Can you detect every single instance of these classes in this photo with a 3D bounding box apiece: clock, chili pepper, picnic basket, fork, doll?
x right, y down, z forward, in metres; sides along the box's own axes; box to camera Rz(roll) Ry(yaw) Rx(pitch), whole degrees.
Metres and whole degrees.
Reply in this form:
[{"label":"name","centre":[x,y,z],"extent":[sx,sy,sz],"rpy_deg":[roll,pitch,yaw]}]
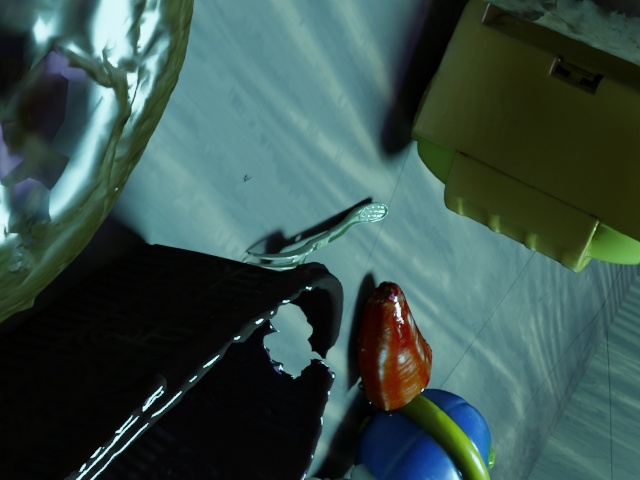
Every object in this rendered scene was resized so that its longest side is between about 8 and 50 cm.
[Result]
[{"label":"clock","centre":[0.241,-0.113,1.130],"extent":[0.317,0.244,0.200],"rpy_deg":[-32,149,-57]},{"label":"chili pepper","centre":[0.070,0.091,1.243],"extent":[0.088,0.065,0.169],"rpy_deg":[-54,155,-25]},{"label":"picnic basket","centre":[-0.119,0.121,0.714],"extent":[0.297,0.129,0.222],"rpy_deg":[-41,149,-47]},{"label":"fork","centre":[0.006,0.002,1.014],"extent":[0.219,0.028,0.034],"rpy_deg":[-24,133,-60]},{"label":"doll","centre":[0.085,0.290,1.382],"extent":[0.242,0.159,0.311],"rpy_deg":[-51,161,-32]}]

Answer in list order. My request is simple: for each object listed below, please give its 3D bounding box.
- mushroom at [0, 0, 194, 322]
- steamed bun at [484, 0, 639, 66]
[{"label":"mushroom","centre":[-0.156,-0.040,0.384],"extent":[0.278,0.146,0.278],"rpy_deg":[-29,156,-14]},{"label":"steamed bun","centre":[0.238,-0.276,0.925],"extent":[0.199,0.251,0.301],"rpy_deg":[37,76,-83]}]
